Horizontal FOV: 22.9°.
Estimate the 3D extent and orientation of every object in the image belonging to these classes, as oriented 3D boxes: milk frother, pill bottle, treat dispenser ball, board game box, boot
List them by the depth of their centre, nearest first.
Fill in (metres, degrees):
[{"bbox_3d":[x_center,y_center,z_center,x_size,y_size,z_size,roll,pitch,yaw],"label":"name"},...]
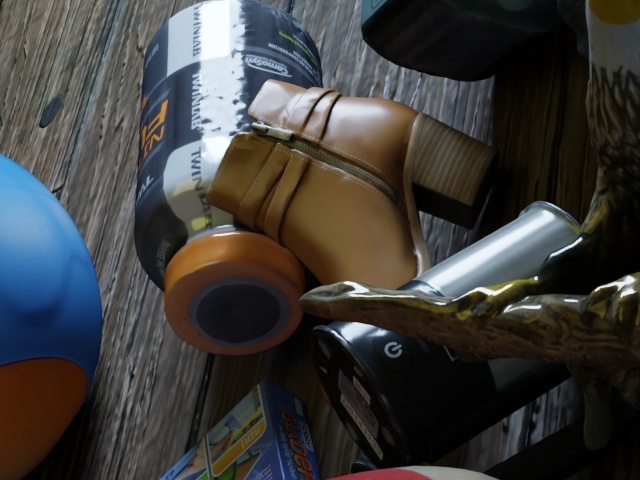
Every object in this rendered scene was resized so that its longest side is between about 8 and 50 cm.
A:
[{"bbox_3d":[0.077,0.074,0.792,0.135,0.129,0.143,-28,-8,-17],"label":"milk frother"},{"bbox_3d":[0.000,0.000,0.911,0.073,0.152,0.197,86,-153,-58],"label":"boot"},{"bbox_3d":[-0.078,0.196,0.954,0.201,0.035,0.136,-45,32,22],"label":"board game box"},{"bbox_3d":[-0.058,-0.041,1.050,0.130,0.130,0.245,-39,35,29],"label":"pill bottle"},{"bbox_3d":[-0.305,0.062,1.158,0.288,0.288,0.288,-36,37,32],"label":"treat dispenser ball"}]

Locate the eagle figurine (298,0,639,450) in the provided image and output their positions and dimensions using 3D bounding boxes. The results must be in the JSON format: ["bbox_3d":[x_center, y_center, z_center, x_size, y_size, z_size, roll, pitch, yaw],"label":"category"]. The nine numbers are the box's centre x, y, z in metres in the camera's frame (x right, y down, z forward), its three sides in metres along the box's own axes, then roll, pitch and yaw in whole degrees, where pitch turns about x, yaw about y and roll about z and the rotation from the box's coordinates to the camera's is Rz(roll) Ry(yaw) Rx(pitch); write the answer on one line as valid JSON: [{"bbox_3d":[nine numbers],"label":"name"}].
[{"bbox_3d":[0.155,-0.074,0.651,0.225,0.226,0.298,103,-167,-68],"label":"eagle figurine"}]

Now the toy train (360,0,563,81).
[{"bbox_3d":[0.128,-0.225,0.889,0.334,0.142,0.190,146,131,-59],"label":"toy train"}]

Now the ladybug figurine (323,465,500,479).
[{"bbox_3d":[0.019,0.256,0.584,0.305,0.162,0.449,-64,27,21],"label":"ladybug figurine"}]
